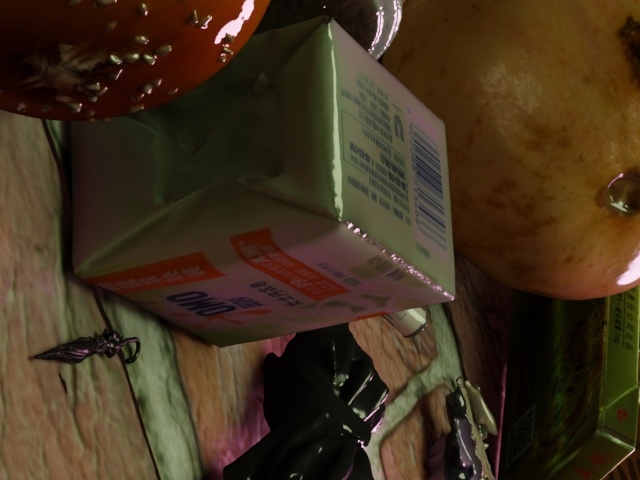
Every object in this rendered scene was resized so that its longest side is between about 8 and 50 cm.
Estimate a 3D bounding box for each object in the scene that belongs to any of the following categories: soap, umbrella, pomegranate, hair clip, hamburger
[{"bbox_3d":[-0.033,-0.029,1.224,0.199,0.182,0.138,33,50,-60],"label":"soap"},{"bbox_3d":[-0.003,0.118,1.346,0.340,0.118,0.118,-85,153,-56],"label":"umbrella"},{"bbox_3d":[0.194,-0.125,1.698,0.342,0.342,0.342,-13,90,-68],"label":"pomegranate"},{"bbox_3d":[-0.134,0.061,1.154,0.122,0.013,0.022,8,92,-68],"label":"umbrella"},{"bbox_3d":[0.147,0.256,1.643,0.106,0.084,0.292,-11,83,-63],"label":"hair clip"},{"bbox_3d":[-0.131,-0.160,1.008,0.246,0.246,0.170,45,40,-53],"label":"hamburger"}]

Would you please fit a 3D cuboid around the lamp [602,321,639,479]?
[{"bbox_3d":[0.312,0.177,1.982,0.161,0.161,0.185,-58,130,-61],"label":"lamp"}]

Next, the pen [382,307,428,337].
[{"bbox_3d":[0.000,0.000,1.412,0.204,0.025,0.025,42,35,-21],"label":"pen"}]

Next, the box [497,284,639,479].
[{"bbox_3d":[0.227,0.111,1.803,0.043,0.173,0.311,26,42,-14],"label":"box"}]

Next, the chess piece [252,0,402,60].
[{"bbox_3d":[-0.063,-0.249,1.307,0.194,0.194,0.299,41,32,-55],"label":"chess piece"}]
